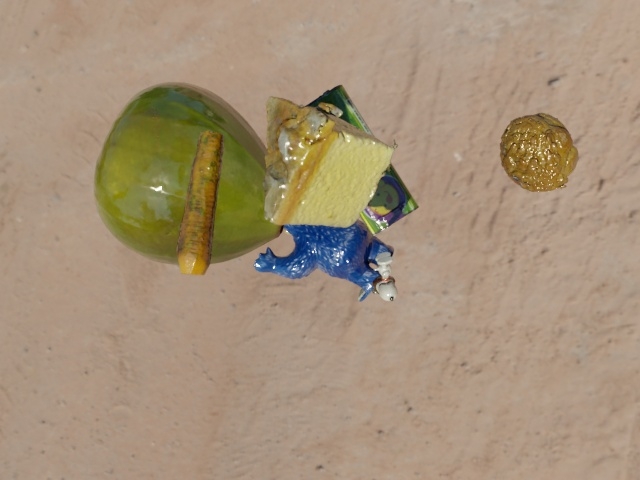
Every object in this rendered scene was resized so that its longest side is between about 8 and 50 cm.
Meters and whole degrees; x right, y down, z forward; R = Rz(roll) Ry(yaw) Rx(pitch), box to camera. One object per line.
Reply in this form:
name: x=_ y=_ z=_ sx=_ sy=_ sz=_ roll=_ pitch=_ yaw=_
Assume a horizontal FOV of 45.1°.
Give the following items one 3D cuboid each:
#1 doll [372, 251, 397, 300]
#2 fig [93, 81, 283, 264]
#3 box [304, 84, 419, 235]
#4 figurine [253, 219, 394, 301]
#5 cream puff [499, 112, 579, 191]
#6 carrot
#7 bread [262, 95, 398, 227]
doll: x=0.101 y=0.058 z=1.229 sx=0.040 sy=0.085 sz=0.058 roll=-17 pitch=19 yaw=-8
fig: x=-0.200 y=-0.094 z=1.264 sx=0.316 sy=0.316 sz=0.316 roll=-12 pitch=57 yaw=20
box: x=0.085 y=-0.189 z=1.812 sx=0.134 sy=0.097 sz=0.345 roll=-33 pitch=91 yaw=1
figurine: x=0.008 y=-0.003 z=1.402 sx=0.262 sy=0.120 sz=0.164 roll=18 pitch=54 yaw=-7
cream puff: x=0.415 y=-0.162 z=1.482 sx=0.115 sy=0.165 sz=0.150 roll=-47 pitch=6 yaw=-32
carrot: x=-0.135 y=-0.045 z=0.876 sx=0.042 sy=0.042 sz=0.170 roll=4 pitch=83 yaw=28
bread: x=-0.007 y=-0.090 z=0.923 sx=0.127 sy=0.147 sz=0.152 roll=30 pitch=106 yaw=45
